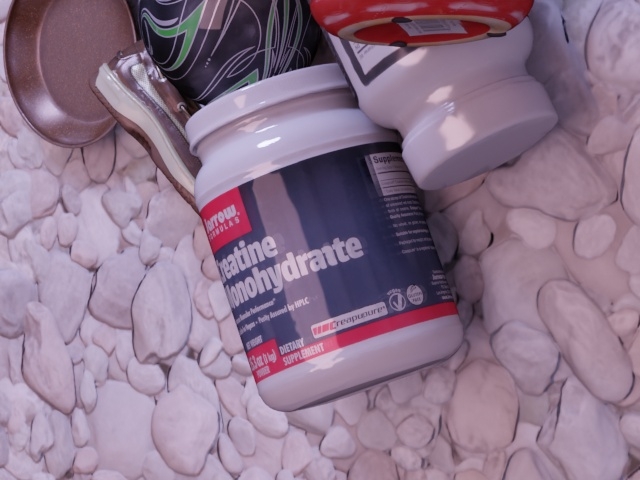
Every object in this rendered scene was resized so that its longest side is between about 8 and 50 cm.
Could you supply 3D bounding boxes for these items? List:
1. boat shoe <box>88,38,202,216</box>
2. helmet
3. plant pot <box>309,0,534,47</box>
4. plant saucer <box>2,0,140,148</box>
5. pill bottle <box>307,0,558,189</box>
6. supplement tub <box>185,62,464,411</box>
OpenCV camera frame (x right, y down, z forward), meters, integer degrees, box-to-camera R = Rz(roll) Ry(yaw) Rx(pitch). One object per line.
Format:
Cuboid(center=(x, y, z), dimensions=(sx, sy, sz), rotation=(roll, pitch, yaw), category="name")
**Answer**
Cuboid(center=(-0.112, -0.095, 1.721), dimensions=(0.095, 0.095, 0.257), rotation=(-43, 80, 5), category="boat shoe")
Cuboid(center=(-0.076, -0.203, 1.633), dimensions=(0.161, 0.169, 0.169), rotation=(16, 106, 52), category="helmet")
Cuboid(center=(0.070, -0.241, 1.342), dimensions=(0.191, 0.191, 0.174), rotation=(-3, 86, 39), category="plant pot")
Cuboid(center=(-0.251, -0.196, 1.851), dimensions=(0.198, 0.036, 0.199), rotation=(6, 100, 38), category="plant saucer")
Cuboid(center=(0.082, -0.194, 1.509), dimensions=(0.162, 0.162, 0.278), rotation=(-34, 76, 36), category="pill bottle")
Cuboid(center=(0.000, 0.000, 1.577), dimensions=(0.191, 0.191, 0.272), rotation=(-25, 80, 38), category="supplement tub")
